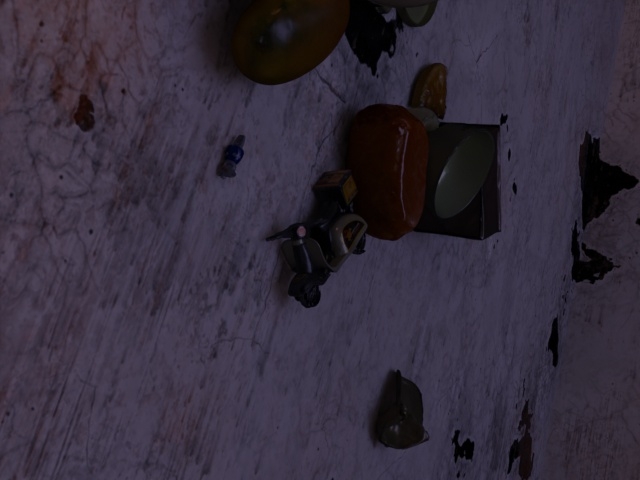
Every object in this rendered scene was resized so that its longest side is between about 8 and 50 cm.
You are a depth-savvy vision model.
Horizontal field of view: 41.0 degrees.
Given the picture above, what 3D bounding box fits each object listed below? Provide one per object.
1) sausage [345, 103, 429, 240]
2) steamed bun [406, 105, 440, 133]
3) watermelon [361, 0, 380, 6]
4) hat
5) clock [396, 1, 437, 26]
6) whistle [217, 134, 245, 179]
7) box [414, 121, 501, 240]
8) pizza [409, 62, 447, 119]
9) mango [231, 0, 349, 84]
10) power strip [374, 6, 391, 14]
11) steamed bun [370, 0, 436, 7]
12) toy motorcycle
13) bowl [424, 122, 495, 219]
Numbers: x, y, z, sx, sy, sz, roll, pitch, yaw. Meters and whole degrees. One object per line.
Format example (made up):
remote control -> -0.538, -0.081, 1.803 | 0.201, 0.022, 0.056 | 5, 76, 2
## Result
sausage -> 0.127, -0.133, 1.679 | 0.153, 0.141, 0.268 | -7, 100, -52
steamed bun -> 0.191, -0.223, 1.833 | 0.130, 0.091, 0.112 | -45, 140, -27
watermelon -> 0.109, -0.516, 1.643 | 0.105, 0.105, 0.133 | -24, 99, -57
hat -> 0.175, 0.383, 1.934 | 0.147, 0.085, 0.175 | 46, 31, -39
clock -> 0.212, -0.589, 1.879 | 0.235, 0.029, 0.235 | -14, 106, -59
whistle -> -0.135, -0.131, 1.339 | 0.029, 0.033, 0.083 | 62, 42, -55
box -> 0.309, -0.136, 1.961 | 0.153, 0.188, 0.252 | -22, 115, -57
pizza -> 0.257, -0.337, 1.982 | 0.131, 0.041, 0.178 | 54, 48, -45
mango -> -0.053, -0.326, 1.334 | 0.254, 0.139, 0.175 | -47, 164, -40
power strip -> 0.140, -0.519, 1.737 | 0.056, 0.032, 0.123 | 43, 67, -42
steamed bun -> 0.153, -0.598, 1.473 | 0.374, 0.241, 0.374 | 8, 78, -39
toy motorcycle -> 0.000, 0.000, 1.544 | 0.263, 0.091, 0.157 | -54, 130, -45
bowl -> 0.258, -0.156, 1.785 | 0.211, 0.112, 0.211 | -35, 141, -34
